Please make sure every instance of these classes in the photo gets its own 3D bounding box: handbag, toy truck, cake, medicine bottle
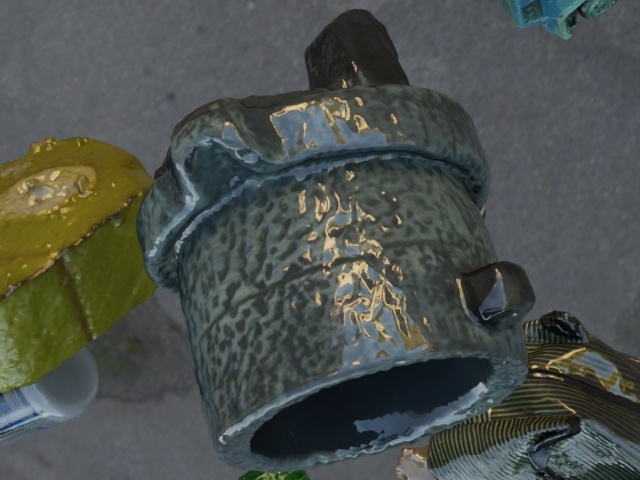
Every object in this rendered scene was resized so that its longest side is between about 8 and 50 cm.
[{"bbox_3d":[0.337,0.255,1.744,0.341,0.247,0.240,31,146,-23],"label":"handbag"},{"bbox_3d":[0.308,-0.389,1.771,0.156,0.279,0.155,-32,70,5],"label":"toy truck"},{"bbox_3d":[-0.278,0.010,1.270,0.179,0.260,0.156,34,150,35],"label":"cake"},{"bbox_3d":[-0.341,0.166,1.390,0.191,0.107,0.107,-24,113,31],"label":"medicine bottle"}]

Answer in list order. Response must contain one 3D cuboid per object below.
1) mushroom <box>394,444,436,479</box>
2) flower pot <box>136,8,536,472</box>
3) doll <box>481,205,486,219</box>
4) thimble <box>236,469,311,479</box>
[{"bbox_3d":[0.206,0.375,1.957,0.204,0.204,0.204,16,133,17],"label":"mushroom"},{"bbox_3d":[0.000,0.000,0.965,0.299,0.283,0.299,-13,156,-6],"label":"flower pot"},{"bbox_3d":[0.095,-0.067,1.795,0.278,0.175,0.149,37,134,-13],"label":"doll"},{"bbox_3d":[-0.067,0.326,1.605,0.090,0.130,0.118,56,153,9],"label":"thimble"}]
